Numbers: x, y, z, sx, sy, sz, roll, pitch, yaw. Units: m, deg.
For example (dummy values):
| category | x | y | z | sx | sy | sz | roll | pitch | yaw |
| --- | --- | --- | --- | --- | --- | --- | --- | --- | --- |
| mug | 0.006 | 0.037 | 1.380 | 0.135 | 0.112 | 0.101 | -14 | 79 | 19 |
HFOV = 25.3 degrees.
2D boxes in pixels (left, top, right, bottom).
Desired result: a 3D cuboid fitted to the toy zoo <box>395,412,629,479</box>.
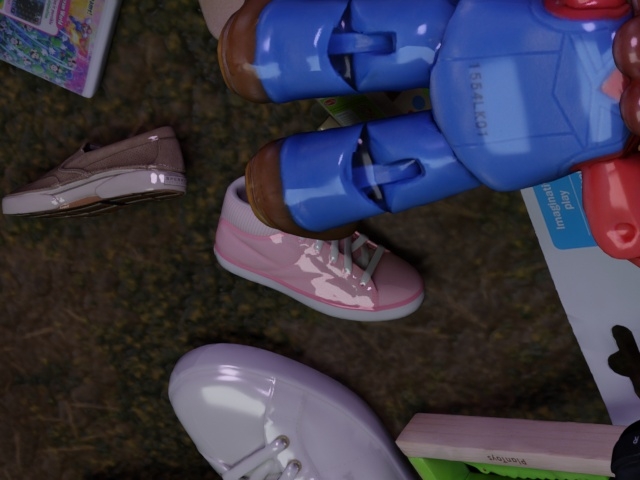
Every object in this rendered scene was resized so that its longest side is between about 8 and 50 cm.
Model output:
| category | x | y | z | sx | sy | sz | roll | pitch | yaw |
| --- | --- | --- | --- | --- | --- | --- | --- | --- | --- |
| toy zoo | 0.191 | 0.228 | 0.913 | 0.192 | 0.030 | 0.293 | -5 | 127 | 51 |

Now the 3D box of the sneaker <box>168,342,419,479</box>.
| category | x | y | z | sx | sy | sz | roll | pitch | yaw |
| --- | --- | --- | --- | --- | --- | --- | --- | --- | --- |
| sneaker | 0.009 | 0.188 | 0.935 | 0.290 | 0.123 | 0.106 | 43 | 125 | -13 |

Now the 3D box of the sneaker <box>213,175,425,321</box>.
| category | x | y | z | sx | sy | sz | roll | pitch | yaw |
| --- | --- | --- | --- | --- | --- | --- | --- | --- | --- |
| sneaker | 0.000 | 0.000 | 0.846 | 0.134 | 0.051 | 0.070 | 18 | 134 | 12 |

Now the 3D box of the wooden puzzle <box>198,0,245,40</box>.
| category | x | y | z | sx | sy | sz | roll | pitch | yaw |
| --- | --- | --- | --- | --- | --- | --- | --- | --- | --- |
| wooden puzzle | -0.005 | -0.231 | 0.690 | 0.221 | 0.044 | 0.239 | -12 | 115 | 27 |

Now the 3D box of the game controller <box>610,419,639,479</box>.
| category | x | y | z | sx | sy | sz | roll | pitch | yaw |
| --- | --- | --- | --- | --- | --- | --- | --- | --- | --- |
| game controller | 0.293 | 0.143 | 0.672 | 0.319 | 0.067 | 0.166 | -9 | 135 | 48 |

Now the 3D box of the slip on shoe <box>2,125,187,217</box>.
| category | x | y | z | sx | sy | sz | roll | pitch | yaw |
| --- | --- | --- | --- | --- | --- | --- | --- | --- | --- |
| slip on shoe | -0.141 | -0.040 | 0.878 | 0.135 | 0.051 | 0.041 | -10 | 81 | 35 |

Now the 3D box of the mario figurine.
| category | x | y | z | sx | sy | sz | roll | pitch | yaw |
| --- | --- | --- | --- | --- | --- | --- | --- | --- | --- |
| mario figurine | 0.128 | -0.072 | 0.641 | 0.320 | 0.170 | 0.198 | -2 | 142 | 28 |

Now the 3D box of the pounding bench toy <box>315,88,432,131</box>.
| category | x | y | z | sx | sy | sz | roll | pitch | yaw |
| --- | --- | --- | --- | --- | --- | --- | --- | --- | --- |
| pounding bench toy | 0.036 | -0.084 | 0.770 | 0.052 | 0.065 | 0.083 | 44 | 158 | -15 |

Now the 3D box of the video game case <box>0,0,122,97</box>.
| category | x | y | z | sx | sy | sz | roll | pitch | yaw |
| --- | --- | --- | --- | --- | --- | --- | --- | --- | --- |
| video game case | -0.176 | -0.172 | 0.806 | 0.143 | 0.019 | 0.157 | 24 | 128 | 1 |

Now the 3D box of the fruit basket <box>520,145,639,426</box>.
| category | x | y | z | sx | sy | sz | roll | pitch | yaw |
| --- | --- | --- | --- | --- | --- | --- | --- | --- | --- |
| fruit basket | 0.299 | 0.070 | 0.722 | 0.353 | 0.165 | 0.327 | -8 | 122 | 29 |
